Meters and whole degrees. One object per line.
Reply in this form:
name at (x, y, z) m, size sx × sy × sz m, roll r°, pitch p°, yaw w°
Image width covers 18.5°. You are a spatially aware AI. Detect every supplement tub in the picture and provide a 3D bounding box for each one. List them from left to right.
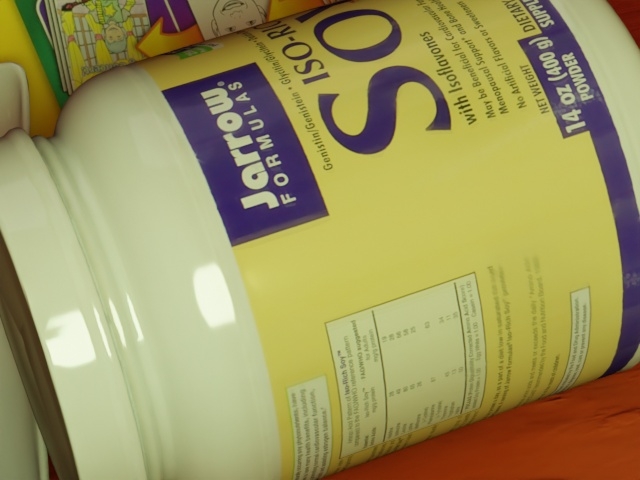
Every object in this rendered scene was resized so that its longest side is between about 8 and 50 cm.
supplement tub at (0.000, 0.000, 1.037) m, size 0.331 × 0.241 × 0.241 m, roll -18°, pitch 15°, yaw -14°

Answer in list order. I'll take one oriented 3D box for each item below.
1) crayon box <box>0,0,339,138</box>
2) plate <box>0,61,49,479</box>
crayon box at (-0.063, -0.101, 1.315) m, size 0.363 × 0.313 × 0.106 m, roll -23°, pitch 0°, yaw -30°
plate at (-0.285, 0.052, 1.172) m, size 0.277 × 0.278 × 0.045 m, roll -10°, pitch -18°, yaw 16°
